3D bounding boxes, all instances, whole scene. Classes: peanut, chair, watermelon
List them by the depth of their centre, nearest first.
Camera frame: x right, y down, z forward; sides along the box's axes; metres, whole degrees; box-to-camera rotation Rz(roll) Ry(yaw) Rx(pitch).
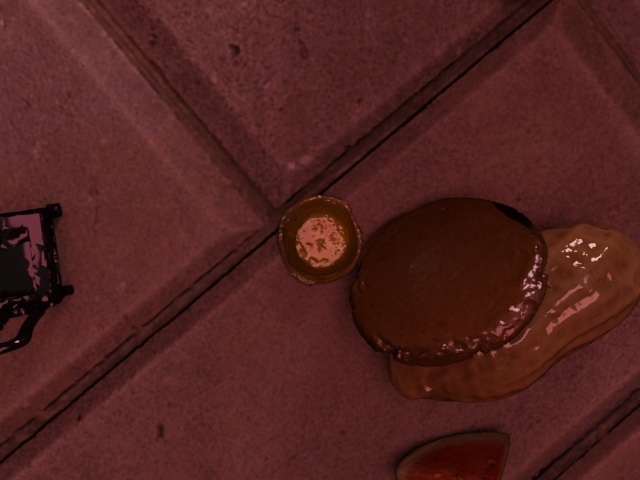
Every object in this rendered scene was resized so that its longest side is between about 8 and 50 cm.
[{"bbox_3d":[-0.315,0.032,0.782,0.106,0.229,0.113,-9,97,-6],"label":"chair"},{"bbox_3d":[0.212,0.082,0.889,0.305,0.147,0.147,-33,97,-4],"label":"peanut"},{"bbox_3d":[0.166,0.266,0.917,0.135,0.094,0.125,-44,89,-6],"label":"watermelon"}]

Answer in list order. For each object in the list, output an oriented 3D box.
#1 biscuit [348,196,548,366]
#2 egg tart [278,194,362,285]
[{"bbox_3d":[0.130,0.040,0.848,0.226,0.226,0.042,-36,130,-3],"label":"biscuit"},{"bbox_3d":[0.000,0.000,0.908,0.105,0.039,0.105,0,94,-4],"label":"egg tart"}]
